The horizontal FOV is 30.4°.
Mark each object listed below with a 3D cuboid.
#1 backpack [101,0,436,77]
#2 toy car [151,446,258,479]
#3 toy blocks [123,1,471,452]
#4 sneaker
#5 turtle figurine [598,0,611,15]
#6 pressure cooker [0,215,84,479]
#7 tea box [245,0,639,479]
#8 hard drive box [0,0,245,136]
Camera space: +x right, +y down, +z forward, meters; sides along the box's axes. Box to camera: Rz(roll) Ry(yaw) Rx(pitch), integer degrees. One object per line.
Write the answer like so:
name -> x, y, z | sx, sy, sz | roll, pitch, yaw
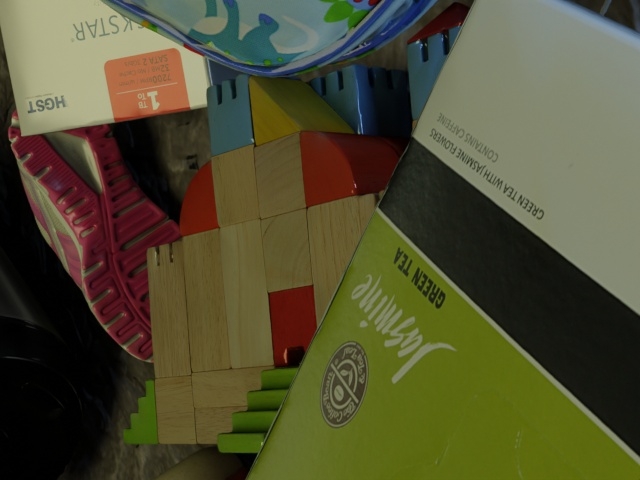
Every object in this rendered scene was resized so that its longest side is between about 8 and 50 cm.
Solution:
backpack -> 0.006, -0.245, 0.513 | 0.290, 0.273, 0.355 | 28, 149, -3
toy car -> -0.083, 0.296, 0.927 | 0.238, 0.219, 0.210 | 56, 138, 7
toy blocks -> 0.000, 0.000, 0.782 | 0.381, 0.191, 0.260 | -12, 81, 50
sneaker -> -0.186, -0.008, 1.038 | 0.252, 0.103, 0.111 | 63, 163, 2
turtle figurine -> 0.202, -0.206, 0.509 | 0.234, 0.118, 0.175 | 118, 165, -45
pressure cooker -> -0.474, 0.089, 1.169 | 0.370, 0.375, 0.420 | -43, 58, 2
tea box -> 0.151, 0.120, 0.442 | 0.323, 0.220, 0.329 | -63, 33, 15
hard drive box -> -0.151, -0.207, 0.887 | 0.181, 0.089, 0.232 | -7, 98, 26
